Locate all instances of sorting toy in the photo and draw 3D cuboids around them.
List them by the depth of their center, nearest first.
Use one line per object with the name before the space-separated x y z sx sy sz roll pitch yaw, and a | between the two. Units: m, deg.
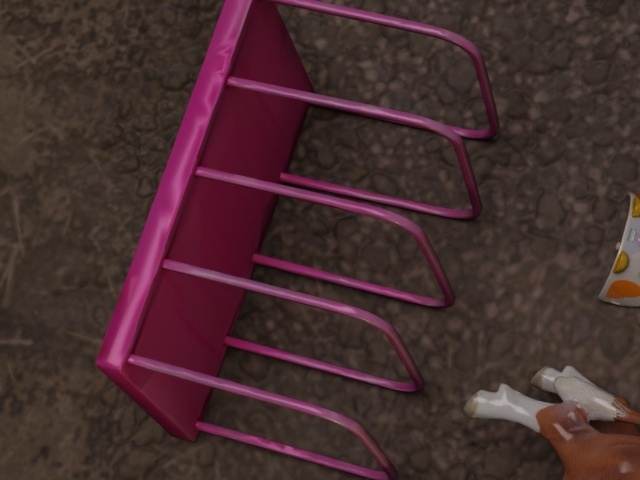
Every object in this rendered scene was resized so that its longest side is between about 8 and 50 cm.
sorting toy | 0.246 0.010 1.340 0.075 0.045 0.083 17 75 0

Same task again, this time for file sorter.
file sorter | 0.000 0.000 1.317 0.182 0.202 0.290 14 74 16

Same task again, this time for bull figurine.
bull figurine | 0.122 0.221 1.254 0.310 0.101 0.188 -42 64 -3
